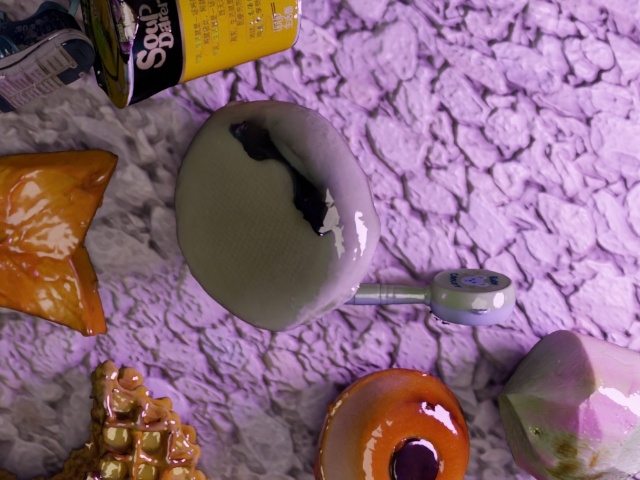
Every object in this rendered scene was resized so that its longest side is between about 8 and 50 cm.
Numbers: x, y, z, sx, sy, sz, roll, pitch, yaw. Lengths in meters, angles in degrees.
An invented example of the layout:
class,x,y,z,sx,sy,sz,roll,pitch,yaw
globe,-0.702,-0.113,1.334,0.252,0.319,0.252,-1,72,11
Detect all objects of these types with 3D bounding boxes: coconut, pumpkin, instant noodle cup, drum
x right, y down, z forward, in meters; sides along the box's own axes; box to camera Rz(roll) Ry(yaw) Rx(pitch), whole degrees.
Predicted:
class,x,y,z,sx,sy,sz,roll,pitch,yaw
coconut,0.352,0.232,1.862,0.236,0.236,0.204,11,66,-16
pumpkin,-0.402,0.006,1.678,0.290,0.095,0.258,2,107,-11
instant noodle cup,-0.156,-0.282,1.623,0.236,0.215,0.215,-15,106,-18
drum,0.138,0.081,1.808,0.253,0.130,0.049,-4,108,-13

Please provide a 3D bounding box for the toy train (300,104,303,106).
class,x,y,z,sx,sy,sz,roll,pitch,yaw
toy train,-0.060,-0.156,1.763,0.083,0.017,0.017,-21,109,-8

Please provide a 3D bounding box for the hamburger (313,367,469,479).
class,x,y,z,sx,sy,sz,roll,pitch,yaw
hamburger,0.099,0.282,1.841,0.237,0.147,0.236,-3,98,-24

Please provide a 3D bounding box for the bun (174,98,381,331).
class,x,y,z,sx,sy,sz,roll,pitch,yaw
bun,-0.036,-0.036,1.703,0.187,0.293,0.293,-14,110,-49

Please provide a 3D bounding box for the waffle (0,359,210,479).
class,x,y,z,sx,sy,sz,roll,pitch,yaw
waffle,-0.312,0.322,1.750,0.324,0.151,0.261,-33,105,-3

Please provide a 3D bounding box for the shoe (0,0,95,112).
class,x,y,z,sx,sy,sz,roll,pitch,yaw
shoe,-0.373,-0.224,1.637,0.207,0.091,0.106,-23,63,9
